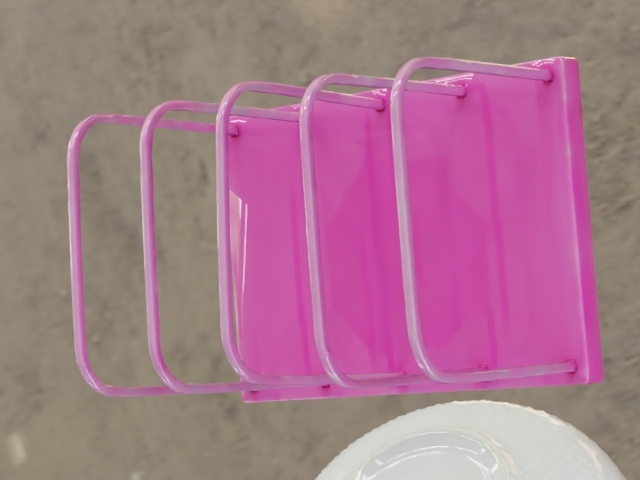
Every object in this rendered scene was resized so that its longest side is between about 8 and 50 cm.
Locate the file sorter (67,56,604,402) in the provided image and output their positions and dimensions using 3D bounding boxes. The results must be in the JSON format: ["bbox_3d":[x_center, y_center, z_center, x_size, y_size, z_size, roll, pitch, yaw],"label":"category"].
[{"bbox_3d":[0.000,0.000,1.255,0.290,0.182,0.202,-7,85,41],"label":"file sorter"}]

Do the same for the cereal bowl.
[{"bbox_3d":[0.109,0.265,1.728,0.339,0.339,0.141,15,144,39],"label":"cereal bowl"}]
